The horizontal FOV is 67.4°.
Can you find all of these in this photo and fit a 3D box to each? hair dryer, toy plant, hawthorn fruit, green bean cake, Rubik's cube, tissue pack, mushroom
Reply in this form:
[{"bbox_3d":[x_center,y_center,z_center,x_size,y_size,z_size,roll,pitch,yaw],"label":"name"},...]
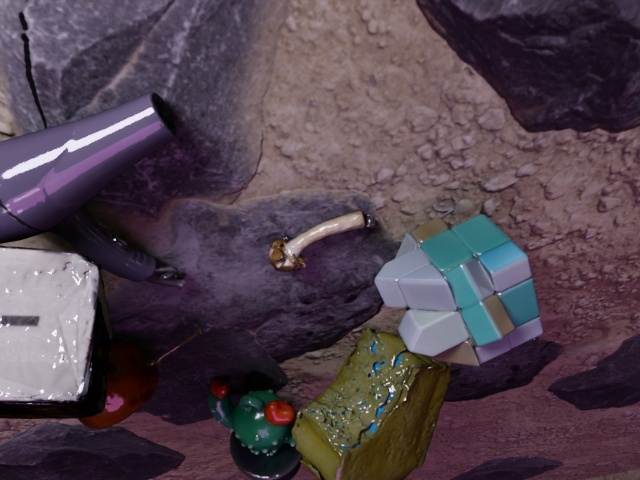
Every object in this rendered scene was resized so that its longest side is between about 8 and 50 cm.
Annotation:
[{"bbox_3d":[-0.286,-0.028,0.692,0.300,0.121,0.361,-25,145,4],"label":"hair dryer"},{"bbox_3d":[-0.136,0.462,1.151,0.185,0.279,0.400,-43,152,-25],"label":"toy plant"},{"bbox_3d":[-0.353,0.244,0.939,0.285,0.165,0.165,-30,137,-8],"label":"hawthorn fruit"},{"bbox_3d":[0.098,0.331,1.003,0.285,0.202,0.310,24,89,-43],"label":"green bean cake"},{"bbox_3d":[0.219,0.097,0.785,0.212,0.265,0.225,-26,122,2],"label":"Rubik's cube"},{"bbox_3d":[-0.409,0.145,0.680,0.209,0.199,0.370,10,156,-16],"label":"tissue pack"},{"bbox_3d":[0.000,0.000,0.785,0.186,0.061,0.060,-25,130,10],"label":"mushroom"}]
